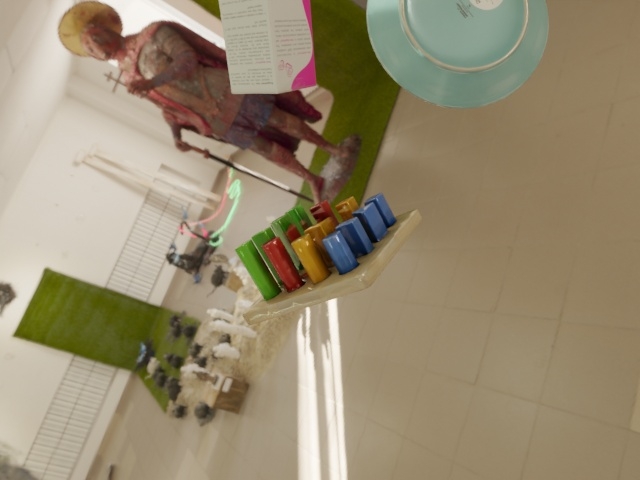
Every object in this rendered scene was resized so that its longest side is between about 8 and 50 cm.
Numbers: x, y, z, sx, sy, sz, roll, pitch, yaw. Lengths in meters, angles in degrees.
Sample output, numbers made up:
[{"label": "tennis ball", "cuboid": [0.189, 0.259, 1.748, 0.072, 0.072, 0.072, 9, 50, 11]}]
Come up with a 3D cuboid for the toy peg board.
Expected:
[{"label": "toy peg board", "cuboid": [0.000, 0.000, 0.530, 0.161, 0.079, 0.161, -23, 12, 36]}]

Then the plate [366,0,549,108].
[{"label": "plate", "cuboid": [0.140, -0.225, 0.493, 0.024, 0.188, 0.188, 123, 171, -85]}]

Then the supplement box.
[{"label": "supplement box", "cuboid": [-0.088, -0.362, 0.826, 0.114, 0.111, 0.220, 10, 115, 34]}]
